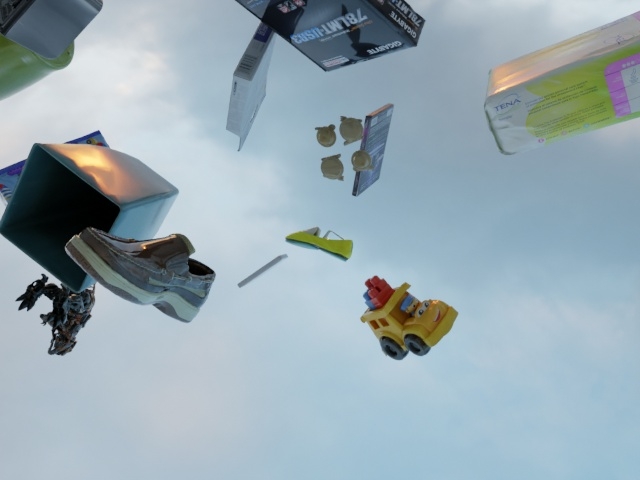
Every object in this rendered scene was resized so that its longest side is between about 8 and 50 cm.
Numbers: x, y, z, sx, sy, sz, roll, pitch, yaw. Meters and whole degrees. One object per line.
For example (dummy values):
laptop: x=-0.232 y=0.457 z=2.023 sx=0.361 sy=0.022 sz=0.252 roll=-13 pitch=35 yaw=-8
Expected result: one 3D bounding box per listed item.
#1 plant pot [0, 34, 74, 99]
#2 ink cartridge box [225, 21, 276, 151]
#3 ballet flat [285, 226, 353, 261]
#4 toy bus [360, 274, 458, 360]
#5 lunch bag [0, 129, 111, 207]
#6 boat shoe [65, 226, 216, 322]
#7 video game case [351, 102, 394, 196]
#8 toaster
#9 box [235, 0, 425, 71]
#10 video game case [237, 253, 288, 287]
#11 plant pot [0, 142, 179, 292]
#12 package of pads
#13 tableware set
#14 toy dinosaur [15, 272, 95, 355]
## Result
plant pot: x=-0.892 y=-0.550 z=1.509 sx=0.353 sy=0.366 sz=0.366 roll=-7 pitch=-133 yaw=12
ink cartridge box: x=-0.160 y=-0.355 z=1.266 sx=0.045 sy=0.224 sz=0.223 roll=18 pitch=-126 yaw=-3
ballet flat: x=0.000 y=0.000 z=1.684 sx=0.231 sy=0.077 sz=0.077 roll=17 pitch=-99 yaw=30
toy bus: x=0.203 y=0.175 z=1.402 sx=0.149 sy=0.211 sz=0.220 roll=-43 pitch=-173 yaw=-31
lunch bag: x=-0.596 y=-0.117 z=1.348 sx=0.293 sy=0.220 sz=0.138 roll=-34 pitch=-167 yaw=-28
boat shoe: x=-0.205 y=0.025 z=0.683 sx=0.095 sy=0.257 sz=0.095 roll=37 pitch=-97 yaw=18
video game case: x=0.173 y=-0.300 z=1.831 sx=0.026 sy=0.274 sz=0.196 roll=22 pitch=-147 yaw=20
toaster: x=-0.498 y=-0.451 z=1.012 sx=0.186 sy=0.110 sz=0.168 roll=-40 pitch=-126 yaw=14
box: x=0.006 y=-0.466 z=1.106 sx=0.296 sy=0.293 sz=0.073 roll=9 pitch=-107 yaw=53
video game case: x=-0.175 y=0.092 z=1.712 sx=0.157 sy=0.143 sz=0.019 roll=-34 pitch=-92 yaw=4
plant pot: x=-0.355 y=-0.056 z=0.917 sx=0.166 sy=0.165 sz=0.234 roll=36 pitch=-160 yaw=5
package of pads: x=0.391 y=-0.235 z=0.795 sx=0.297 sy=0.101 sz=0.229 roll=-17 pitch=-159 yaw=27
tableware set: x=0.057 y=-0.235 z=1.424 sx=0.141 sy=0.168 sz=0.020 roll=-5 pitch=-158 yaw=25
toy dinosaur: x=-0.744 y=0.178 z=1.627 sx=0.165 sy=0.218 sz=0.321 roll=-2 pitch=-99 yaw=15
